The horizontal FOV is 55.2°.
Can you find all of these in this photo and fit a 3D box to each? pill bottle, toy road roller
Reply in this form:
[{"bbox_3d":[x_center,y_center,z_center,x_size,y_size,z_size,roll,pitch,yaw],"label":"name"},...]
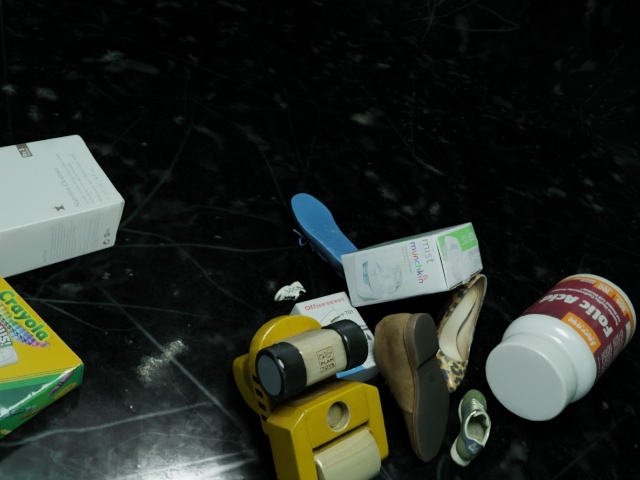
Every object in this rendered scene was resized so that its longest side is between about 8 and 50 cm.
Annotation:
[{"bbox_3d":[0.573,0.247,1.459,0.392,0.224,0.224,-25,63,-42],"label":"pill bottle"},{"bbox_3d":[-0.035,0.304,1.154,0.202,0.240,0.330,-15,94,-37],"label":"toy road roller"}]

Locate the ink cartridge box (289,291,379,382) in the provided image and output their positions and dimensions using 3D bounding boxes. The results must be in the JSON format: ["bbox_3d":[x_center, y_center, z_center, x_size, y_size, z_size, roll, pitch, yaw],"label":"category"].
[{"bbox_3d":[0.032,0.218,1.320,0.139,0.082,0.191,-11,56,-35],"label":"ink cartridge box"}]

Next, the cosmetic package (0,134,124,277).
[{"bbox_3d":[-0.620,-0.056,1.201,0.385,0.156,0.217,-21,63,-41],"label":"cosmetic package"}]

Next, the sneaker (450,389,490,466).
[{"bbox_3d":[0.335,0.384,1.306,0.064,0.086,0.192,30,42,3],"label":"sneaker"}]

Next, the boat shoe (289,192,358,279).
[{"bbox_3d":[0.000,0.000,1.518,0.109,0.089,0.258,-23,66,-26],"label":"boat shoe"}]

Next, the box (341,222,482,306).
[{"bbox_3d":[0.216,0.055,1.398,0.262,0.231,0.127,-14,89,-58],"label":"box"}]

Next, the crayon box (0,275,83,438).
[{"bbox_3d":[-0.564,0.183,1.049,0.278,0.081,0.165,40,44,14],"label":"crayon box"}]

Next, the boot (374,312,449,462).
[{"bbox_3d":[0.184,0.295,1.249,0.112,0.115,0.306,-13,97,-48],"label":"boot"}]

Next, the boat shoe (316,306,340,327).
[{"bbox_3d":[0.009,0.175,1.265,0.035,0.035,0.100,35,38,13],"label":"boat shoe"}]

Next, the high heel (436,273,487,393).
[{"bbox_3d":[0.326,0.203,1.404,0.093,0.186,0.261,21,43,-10],"label":"high heel"}]

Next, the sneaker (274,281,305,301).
[{"bbox_3d":[-0.068,0.122,1.398,0.083,0.032,0.037,-26,64,-41],"label":"sneaker"}]
